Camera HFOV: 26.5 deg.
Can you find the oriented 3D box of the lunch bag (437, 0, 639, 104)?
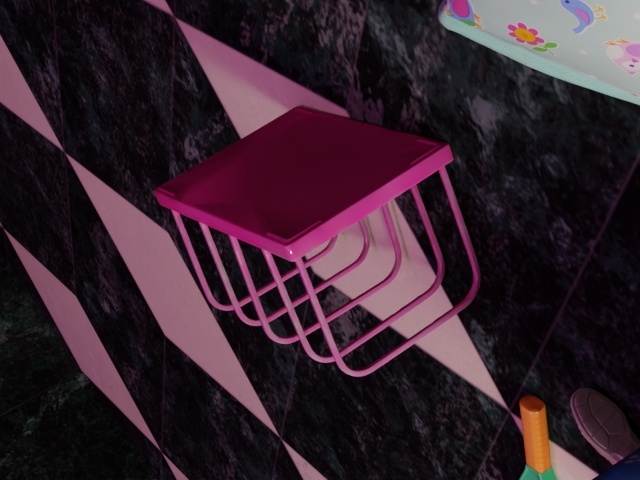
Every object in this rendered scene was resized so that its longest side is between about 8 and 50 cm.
[{"bbox_3d":[0.236,-0.180,0.806,0.262,0.160,0.223,25,152,-2],"label":"lunch bag"}]

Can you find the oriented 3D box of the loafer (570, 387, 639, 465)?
[{"bbox_3d":[0.281,0.195,1.285,0.125,0.045,0.039,47,159,24],"label":"loafer"}]

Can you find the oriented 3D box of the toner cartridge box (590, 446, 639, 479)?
[{"bbox_3d":[0.331,0.179,1.014,0.075,0.165,0.348,60,156,3],"label":"toner cartridge box"}]

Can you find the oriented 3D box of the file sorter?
[{"bbox_3d":[0.000,0.000,1.438,0.291,0.202,0.182,22,138,55],"label":"file sorter"}]

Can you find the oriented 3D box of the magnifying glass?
[{"bbox_3d":[0.237,0.260,1.466,0.092,0.026,0.231,35,145,45],"label":"magnifying glass"}]
